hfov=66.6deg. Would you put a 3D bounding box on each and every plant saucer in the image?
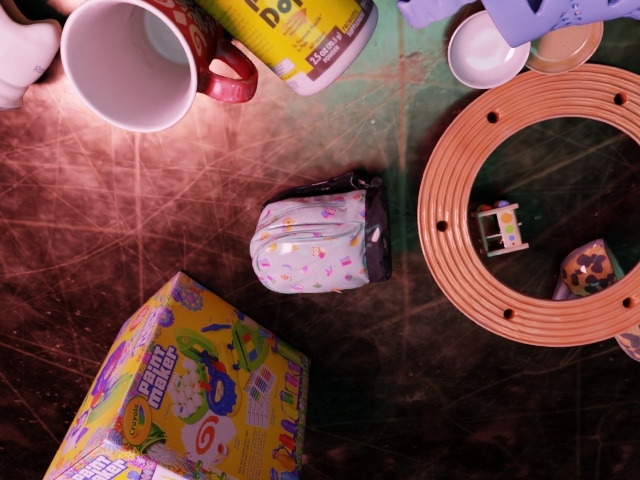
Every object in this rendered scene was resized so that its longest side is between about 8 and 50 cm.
[{"bbox_3d":[0.253,-0.220,0.519,0.084,0.015,0.083,14,135,14],"label":"plant saucer"}]

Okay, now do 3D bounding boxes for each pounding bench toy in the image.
[{"bbox_3d":[0.235,-0.019,0.654,0.052,0.083,0.065,-14,92,10],"label":"pounding bench toy"}]

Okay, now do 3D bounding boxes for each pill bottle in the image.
[{"bbox_3d":[-0.055,-0.247,0.455,0.215,0.117,0.117,36,119,-25],"label":"pill bottle"}]

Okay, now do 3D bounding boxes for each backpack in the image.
[{"bbox_3d":[0.000,0.000,0.637,0.182,0.115,0.151,-3,128,8],"label":"backpack"}]

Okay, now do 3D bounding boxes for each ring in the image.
[{"bbox_3d":[0.286,-0.036,0.584,0.337,0.032,0.336,1,100,7],"label":"ring"}]

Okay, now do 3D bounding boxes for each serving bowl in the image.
[{"bbox_3d":[0.181,-0.210,0.530,0.084,0.027,0.083,6,129,7],"label":"serving bowl"}]

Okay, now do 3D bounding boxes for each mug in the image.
[{"bbox_3d":[-0.144,-0.180,0.482,0.113,0.169,0.150,-38,116,25],"label":"mug"}]

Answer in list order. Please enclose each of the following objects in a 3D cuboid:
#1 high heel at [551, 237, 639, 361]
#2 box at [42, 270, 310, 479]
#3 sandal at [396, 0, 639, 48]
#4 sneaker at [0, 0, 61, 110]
[{"bbox_3d":[0.467,0.083,0.683,0.262,0.093,0.186,6,132,9],"label":"high heel"},{"bbox_3d":[-0.180,0.254,0.718,0.279,0.289,0.177,40,119,-22],"label":"box"},{"bbox_3d":[0.195,-0.235,0.425,0.318,0.126,0.138,16,129,1],"label":"sandal"},{"bbox_3d":[-0.396,-0.277,0.482,0.129,0.111,0.297,-38,120,8],"label":"sneaker"}]
